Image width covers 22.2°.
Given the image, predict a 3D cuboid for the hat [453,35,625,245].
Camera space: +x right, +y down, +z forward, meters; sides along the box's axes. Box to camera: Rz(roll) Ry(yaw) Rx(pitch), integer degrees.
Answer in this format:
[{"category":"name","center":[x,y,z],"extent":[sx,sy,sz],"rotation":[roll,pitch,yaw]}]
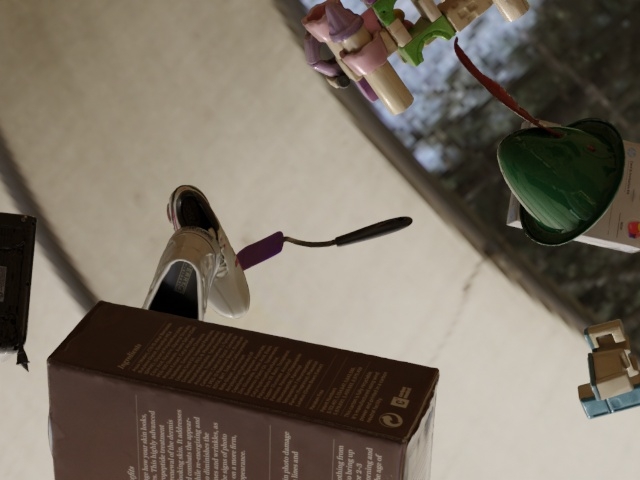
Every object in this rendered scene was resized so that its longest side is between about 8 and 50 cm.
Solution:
[{"category":"hat","center":[0.237,-0.112,1.976],"extent":[0.184,0.173,0.208],"rotation":[28,-177,-29]}]

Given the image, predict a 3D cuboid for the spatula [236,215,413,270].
[{"category":"spatula","center":[0.000,0.000,2.558],"extent":[0.084,0.297,0.030],"rotation":[-90,-12,-64]}]

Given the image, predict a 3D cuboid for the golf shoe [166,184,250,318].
[{"category":"golf shoe","center":[-0.145,0.017,2.083],"extent":[0.186,0.067,0.086],"rotation":[63,174,-2]}]

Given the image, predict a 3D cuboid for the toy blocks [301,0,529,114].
[{"category":"toy blocks","center":[0.090,-0.384,2.415],"extent":[0.260,0.289,0.309],"rotation":[52,175,-23]}]

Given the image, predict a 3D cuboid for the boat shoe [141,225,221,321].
[{"category":"boat shoe","center":[-0.186,0.113,2.029],"extent":[0.096,0.267,0.088],"rotation":[22,-151,0]}]

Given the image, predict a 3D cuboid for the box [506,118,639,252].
[{"category":"box","center":[0.351,-0.073,2.190],"extent":[0.186,0.145,0.038],"rotation":[11,169,-12]}]

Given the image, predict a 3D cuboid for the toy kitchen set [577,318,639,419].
[{"category":"toy kitchen set","center":[0.499,0.263,2.860],"extent":[0.166,0.122,0.207],"rotation":[-87,-25,-50]}]

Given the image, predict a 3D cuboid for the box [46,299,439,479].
[{"category":"box","center":[-0.079,0.204,1.669],"extent":[0.382,0.191,0.143],"rotation":[10,-149,14]}]

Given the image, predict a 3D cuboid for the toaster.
[{"category":"toaster","center":[-0.408,0.056,1.831],"extent":[0.168,0.110,0.185],"rotation":[6,-103,-14]}]
